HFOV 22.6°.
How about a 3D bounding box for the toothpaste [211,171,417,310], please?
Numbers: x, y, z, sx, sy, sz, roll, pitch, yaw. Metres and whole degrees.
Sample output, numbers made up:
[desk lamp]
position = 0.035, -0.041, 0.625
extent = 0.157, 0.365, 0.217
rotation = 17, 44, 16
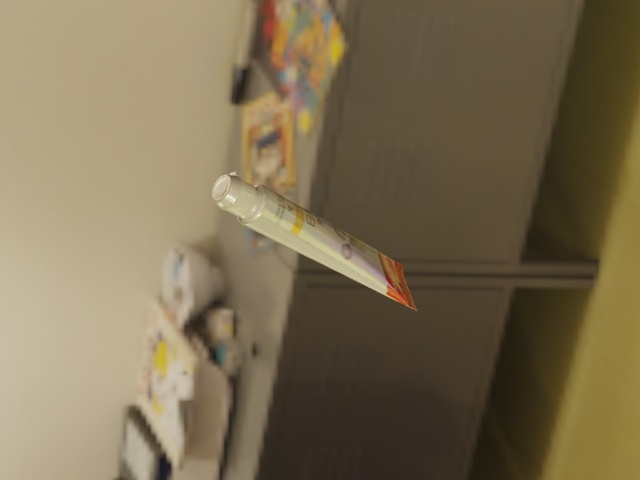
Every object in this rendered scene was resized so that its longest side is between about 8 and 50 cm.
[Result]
[toothpaste]
position = 0.000, 0.000, 1.153
extent = 0.031, 0.190, 0.048
rotation = -44, 40, 24
